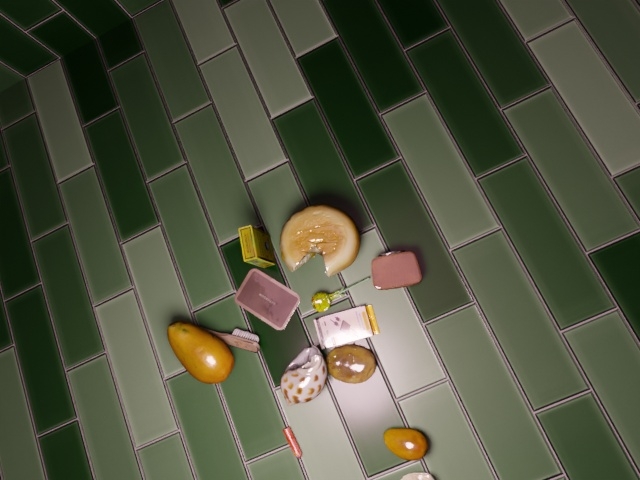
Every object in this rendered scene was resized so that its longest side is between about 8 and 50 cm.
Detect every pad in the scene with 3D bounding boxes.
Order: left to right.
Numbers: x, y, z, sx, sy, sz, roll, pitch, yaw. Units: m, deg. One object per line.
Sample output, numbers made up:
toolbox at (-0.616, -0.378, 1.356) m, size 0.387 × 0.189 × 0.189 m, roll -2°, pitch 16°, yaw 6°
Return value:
pad at (-0.230, 0.250, 1.934) m, size 0.266 × 0.002 × 0.176 m, roll 30°, pitch 87°, yaw 15°

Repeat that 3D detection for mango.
mango at (-0.496, 0.452, 1.846) m, size 0.317 × 0.211 × 0.173 m, roll 40°, pitch 56°, yaw 6°
mango at (0.318, 0.760, 1.687) m, size 0.163 × 0.089 × 0.111 m, roll -10°, pitch 66°, yaw 20°

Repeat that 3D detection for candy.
candy at (0.084, 0.211, 1.852) m, size 0.262 × 0.073 × 0.077 m, roll -26°, pitch 94°, yaw -1°

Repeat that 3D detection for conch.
conch at (-0.068, 0.550, 1.775) m, size 0.275 × 0.182 × 0.148 m, roll -39°, pitch 102°, yaw 19°

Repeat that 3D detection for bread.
bread at (0.000, 0.000, 1.850) m, size 0.334 × 0.160 × 0.332 m, roll -2°, pitch 80°, yaw 10°

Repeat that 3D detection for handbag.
handbag at (0.302, 0.118, 1.812) m, size 0.194 × 0.072 × 0.151 m, roll -9°, pitch 78°, yaw 12°

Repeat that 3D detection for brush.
brush at (-0.399, 0.399, 1.917) m, size 0.328 × 0.069 × 0.065 m, roll 10°, pitch 47°, yaw 17°

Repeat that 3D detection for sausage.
sausage at (-0.109, 0.806, 1.793) m, size 0.034 × 0.034 × 0.129 m, roll -29°, pitch 76°, yaw 6°

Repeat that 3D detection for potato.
potato at (0.117, 0.484, 1.782) m, size 0.201 × 0.081 × 0.163 m, roll 1°, pitch 79°, yaw 10°

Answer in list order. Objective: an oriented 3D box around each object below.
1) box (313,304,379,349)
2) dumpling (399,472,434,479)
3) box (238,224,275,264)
box at (0.103, 0.349, 1.831) m, size 0.248 × 0.033 × 0.129 m, roll -18°, pitch 76°, yaw 8°
dumpling at (0.331, 0.951, 1.643) m, size 0.167 × 0.126 × 0.215 m, roll 9°, pitch 91°, yaw 40°
box at (-0.259, 0.029, 1.868) m, size 0.064 × 0.220 × 0.140 m, roll -15°, pitch 76°, yaw 9°
